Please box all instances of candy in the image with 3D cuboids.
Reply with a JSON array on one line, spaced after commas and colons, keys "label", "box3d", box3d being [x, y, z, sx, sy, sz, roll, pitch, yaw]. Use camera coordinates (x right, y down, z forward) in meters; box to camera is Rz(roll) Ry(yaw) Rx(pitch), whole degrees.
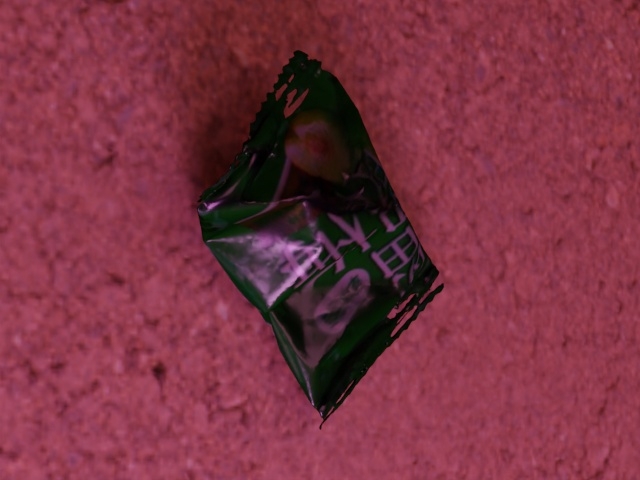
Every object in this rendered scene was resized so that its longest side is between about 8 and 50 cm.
[{"label": "candy", "box3d": [-0.001, -0.002, 1.021, 0.141, 0.078, 0.203, -41, 122, -22]}]
